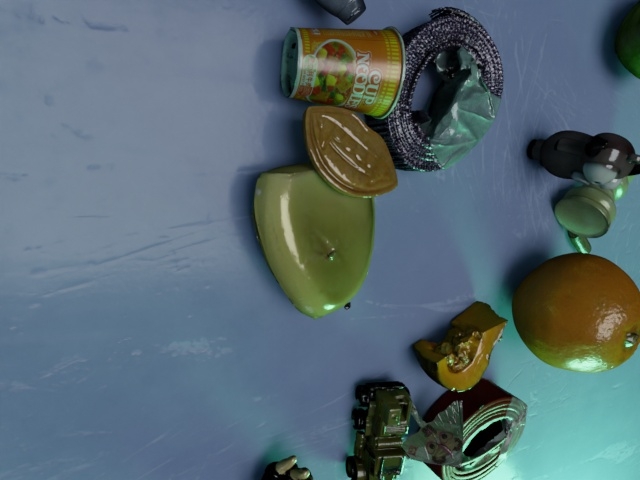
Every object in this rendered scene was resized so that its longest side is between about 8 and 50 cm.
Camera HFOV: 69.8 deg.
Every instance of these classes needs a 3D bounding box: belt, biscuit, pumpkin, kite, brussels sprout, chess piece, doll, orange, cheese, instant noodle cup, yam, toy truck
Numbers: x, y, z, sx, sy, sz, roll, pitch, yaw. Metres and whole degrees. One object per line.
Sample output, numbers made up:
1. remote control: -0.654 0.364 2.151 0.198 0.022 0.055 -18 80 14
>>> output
1. belt: 0.234 -0.291 0.936 0.260 0.122 0.325 33 85 -25
2. biscuit: 0.052 -0.152 0.814 0.220 0.029 0.142 40 69 -21
3. pumpkin: 0.353 0.268 1.130 0.247 0.131 0.126 -27 105 -15
4. kite: 0.252 0.452 1.110 0.229 0.012 0.250 -42 82 13
5. brussels sprout: 0.895 -0.542 1.182 0.219 0.210 0.272 30 75 -8
6. chess piece: 0.772 -0.143 1.258 0.251 0.144 0.144 -47 119 -18
7. doll: 0.621 -0.198 1.084 0.181 0.257 0.118 15 102 -30
8. orange: 0.657 0.185 1.176 0.311 0.312 0.313 -7 105 -26
9. belt: 0.410 0.500 1.220 0.323 0.115 0.228 -27 114 -21
10. cheese: 0.000 0.000 0.877 0.259 0.128 0.316 -13 110 -27
11. instant noodle cup: 0.030 -0.306 0.814 0.184 0.168 0.169 -1 102 -20
12. yam: 0.747 -0.001 1.322 0.094 0.043 0.043 43 81 -30
13. toy truck: 0.143 0.461 1.055 0.127 0.127 0.258 4 104 -19

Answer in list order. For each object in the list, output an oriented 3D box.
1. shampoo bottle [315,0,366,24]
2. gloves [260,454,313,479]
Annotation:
1. shampoo bottle: -0.009 -0.472 0.761 0.087 0.049 0.234 -35 100 17
2. gloves: -0.069 0.536 0.969 0.164 0.124 0.204 0 101 -47
